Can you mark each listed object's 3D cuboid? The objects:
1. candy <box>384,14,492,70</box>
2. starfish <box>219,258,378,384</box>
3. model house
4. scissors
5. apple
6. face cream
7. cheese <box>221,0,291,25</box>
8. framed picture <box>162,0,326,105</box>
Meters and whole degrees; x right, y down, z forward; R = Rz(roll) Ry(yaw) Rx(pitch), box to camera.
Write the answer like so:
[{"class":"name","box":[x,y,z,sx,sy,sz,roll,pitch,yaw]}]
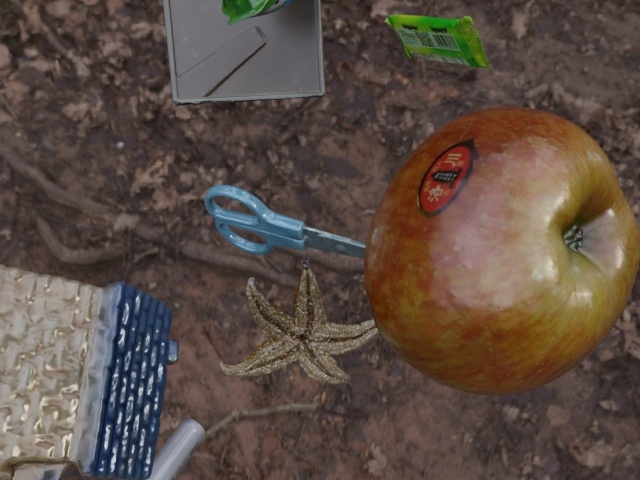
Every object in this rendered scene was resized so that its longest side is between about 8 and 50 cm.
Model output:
[{"class":"candy","box":[0.186,-0.316,1.155,0.178,0.102,0.032,25,75,49]},{"class":"starfish","box":[-0.032,0.135,1.044,0.240,0.227,0.043,-22,24,-3]},{"class":"model house","box":[-0.487,0.297,1.361,0.400,0.445,0.395,11,67,-30]},{"class":"scissors","box":[0.000,0.000,1.302,0.447,0.192,0.029,14,59,20]},{"class":"apple","box":[0.196,0.012,0.761,0.277,0.250,0.309,19,92,-17]},{"class":"face cream","box":[-0.376,0.549,1.691,0.071,0.144,0.291,33,65,5]},{"class":"cheese","box":[-0.052,-0.439,1.090,0.204,0.083,0.320,-4,52,44]},{"class":"framed picture","box":[-0.138,-0.358,1.320,0.289,0.213,0.016,-2,13,9]}]
